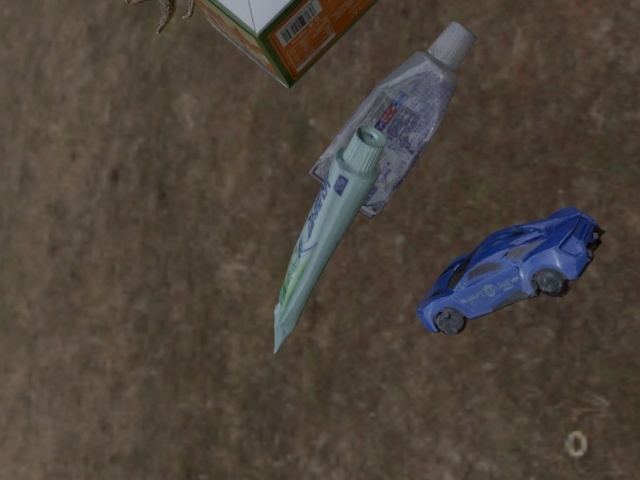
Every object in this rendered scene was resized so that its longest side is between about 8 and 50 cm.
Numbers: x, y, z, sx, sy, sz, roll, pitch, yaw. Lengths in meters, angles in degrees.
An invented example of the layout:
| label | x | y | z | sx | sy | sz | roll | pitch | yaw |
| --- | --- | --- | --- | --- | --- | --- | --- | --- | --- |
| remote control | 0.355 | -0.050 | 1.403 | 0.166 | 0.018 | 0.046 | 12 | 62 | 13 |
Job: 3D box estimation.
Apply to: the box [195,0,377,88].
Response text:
| label | x | y | z | sx | sy | sz | roll | pitch | yaw |
| --- | --- | --- | --- | --- | --- | --- | --- | --- | --- |
| box | -0.046 | -0.333 | 1.640 | 0.195 | 0.148 | 0.177 | -46 | 62 | -5 |

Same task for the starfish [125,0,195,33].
| label | x | y | z | sx | sy | sz | roll | pitch | yaw |
| --- | --- | --- | --- | --- | --- | --- | --- | --- | --- |
| starfish | -0.168 | -0.260 | 1.344 | 0.028 | 0.078 | 0.091 | -60 | -26 | -53 |

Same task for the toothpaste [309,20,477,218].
| label | x | y | z | sx | sy | sz | roll | pitch | yaw |
| --- | --- | --- | --- | --- | --- | --- | --- | --- | --- |
| toothpaste | 0.112 | -0.169 | 1.720 | 0.099 | 0.068 | 0.282 | 39 | 96 | 20 |

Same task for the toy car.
| label | x | y | z | sx | sy | sz | roll | pitch | yaw |
| --- | --- | --- | --- | --- | --- | --- | --- | --- | --- |
| toy car | 0.179 | 0.028 | 1.271 | 0.216 | 0.103 | 0.063 | -24 | 109 | 36 |

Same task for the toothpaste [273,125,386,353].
| label | x | y | z | sx | sy | sz | roll | pitch | yaw |
| --- | --- | --- | --- | --- | --- | --- | --- | --- | --- |
| toothpaste | 0.000 | 0.000 | 1.330 | 0.075 | 0.048 | 0.297 | -90 | 19 | -45 |
